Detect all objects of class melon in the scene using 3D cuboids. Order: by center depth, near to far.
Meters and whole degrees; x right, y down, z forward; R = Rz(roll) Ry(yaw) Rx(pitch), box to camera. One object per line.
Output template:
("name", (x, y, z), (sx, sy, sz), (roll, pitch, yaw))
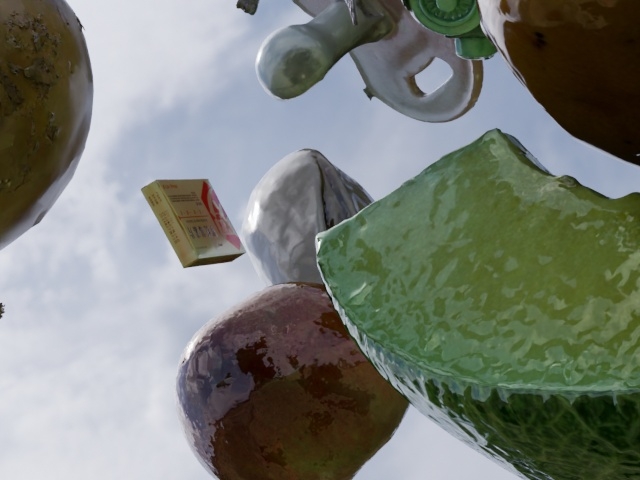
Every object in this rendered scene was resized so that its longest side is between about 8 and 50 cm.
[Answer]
("melon", (0.206, 0.074, 1.008), (0.343, 0.331, 0.226), (38, -111, -36))

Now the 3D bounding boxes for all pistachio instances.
("pistachio", (0.000, 0.000, 1.598), (0.138, 0.238, 0.153), (-14, -56, -13))

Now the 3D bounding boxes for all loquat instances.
("loquat", (-0.261, -0.094, 1.059), (0.235, 0.235, 0.235), (-20, -34, -14))

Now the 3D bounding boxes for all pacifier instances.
("pacifier", (0.048, -0.262, 1.903), (0.273, 0.332, 0.220), (-40, 3, 8))

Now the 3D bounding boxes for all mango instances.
("mango", (0.173, -0.141, 0.881), (0.201, 0.152, 0.287), (6, -20, 25))

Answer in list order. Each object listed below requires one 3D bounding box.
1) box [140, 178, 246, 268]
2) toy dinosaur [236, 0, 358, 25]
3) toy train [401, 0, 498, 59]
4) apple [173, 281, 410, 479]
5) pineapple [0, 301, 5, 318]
("box", (-0.080, -0.012, 1.052), (0.015, 0.058, 0.093), (-29, -6, 16))
("toy dinosaur", (-0.037, -0.202, 1.022), (0.032, 0.220, 0.108), (-14, -38, -38))
("toy train", (0.160, -0.284, 1.292), (0.202, 0.120, 0.300), (0, -62, 14))
("apple", (-0.025, 0.129, 1.336), (0.195, 0.173, 0.160), (-48, -19, 21))
("pineapple", (-0.330, 0.070, 1.594), (0.045, 0.083, 0.019), (-21, -79, -15))
